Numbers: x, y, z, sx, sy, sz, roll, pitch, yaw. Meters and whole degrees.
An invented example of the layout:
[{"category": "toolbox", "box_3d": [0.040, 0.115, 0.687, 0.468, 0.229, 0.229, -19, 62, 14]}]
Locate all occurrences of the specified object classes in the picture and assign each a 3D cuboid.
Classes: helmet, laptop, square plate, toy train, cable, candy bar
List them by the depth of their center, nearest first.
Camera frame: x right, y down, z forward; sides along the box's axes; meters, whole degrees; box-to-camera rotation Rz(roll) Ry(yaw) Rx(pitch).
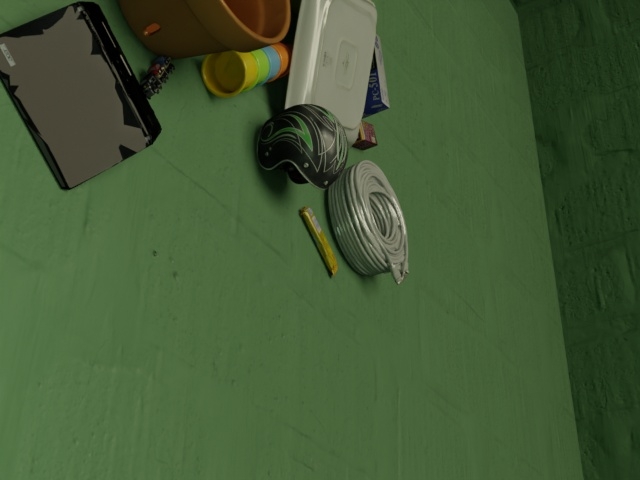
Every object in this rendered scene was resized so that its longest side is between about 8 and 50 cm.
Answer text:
[{"category": "laptop", "box_3d": [-0.360, -0.226, 1.444, 0.264, 0.137, 0.234, -108, 173, -75]}, {"category": "toy train", "box_3d": [-0.273, -0.276, 1.596, 0.036, 0.027, 0.158, 52, 19, -20]}, {"category": "helmet", "box_3d": [-0.025, -0.182, 1.871, 0.169, 0.162, 0.169, 2, 88, -57]}, {"category": "candy bar", "box_3d": [0.000, 0.000, 1.977, 0.161, 0.018, 0.040, 63, 24, -15]}, {"category": "square plate", "box_3d": [0.036, -0.382, 2.086, 0.344, 0.049, 0.347, 3, 97, -65]}, {"category": "cable", "box_3d": [0.109, -0.048, 2.139, 0.257, 0.089, 0.257, 53, 31, -31]}]

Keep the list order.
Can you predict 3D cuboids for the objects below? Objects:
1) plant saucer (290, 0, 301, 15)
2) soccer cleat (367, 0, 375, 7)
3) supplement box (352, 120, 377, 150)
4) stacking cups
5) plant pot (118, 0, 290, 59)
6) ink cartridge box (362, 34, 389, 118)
[{"category": "plant saucer", "box_3d": [-0.077, -0.607, 2.079, 0.241, 0.037, 0.240, 170, -90, -80]}, {"category": "soccer cleat", "box_3d": [0.083, -0.633, 2.489, 0.196, 0.068, 0.076, 10, 62, -57]}, {"category": "supplement box", "box_3d": [0.096, -0.253, 2.293, 0.083, 0.043, 0.055, 11, 64, -59]}, {"category": "stacking cups", "box_3d": [-0.119, -0.343, 1.891, 0.316, 0.096, 0.096, -31, 101, -64]}, {"category": "plant pot", "box_3d": [-0.213, -0.439, 1.646, 0.291, 0.204, 0.290, 41, 40, -45]}, {"category": "ink cartridge box", "box_3d": [0.108, -0.404, 2.350, 0.046, 0.097, 0.207, 30, 48, -53]}]
